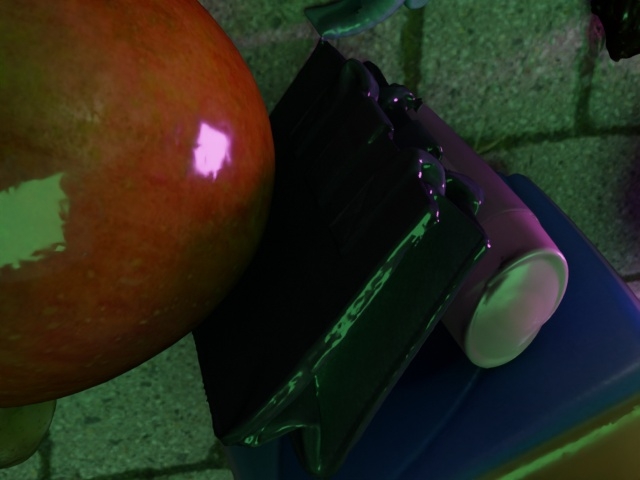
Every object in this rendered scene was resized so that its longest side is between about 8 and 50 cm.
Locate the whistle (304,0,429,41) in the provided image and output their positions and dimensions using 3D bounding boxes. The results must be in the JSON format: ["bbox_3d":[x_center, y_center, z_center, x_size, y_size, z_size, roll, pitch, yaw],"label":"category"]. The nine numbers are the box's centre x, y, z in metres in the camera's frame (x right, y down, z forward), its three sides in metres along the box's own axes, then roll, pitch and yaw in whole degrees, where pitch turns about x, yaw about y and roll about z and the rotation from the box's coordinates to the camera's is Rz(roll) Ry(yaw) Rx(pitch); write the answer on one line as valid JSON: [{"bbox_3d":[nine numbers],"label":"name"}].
[{"bbox_3d":[0.059,-0.242,0.973,0.274,0.093,0.186,-12,149,-9],"label":"whistle"}]

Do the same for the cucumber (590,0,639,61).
[{"bbox_3d":[0.312,-0.305,1.026,0.096,0.096,0.359,16,117,-26],"label":"cucumber"}]

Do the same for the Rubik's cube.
[{"bbox_3d":[0.128,0.196,1.105,0.352,0.351,0.347,-29,126,-4],"label":"Rubik's cube"}]

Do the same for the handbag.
[{"bbox_3d":[0.000,0.001,0.959,0.089,0.326,0.238,29,109,-24],"label":"handbag"}]

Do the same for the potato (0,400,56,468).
[{"bbox_3d":[-0.288,0.107,1.044,0.157,0.157,0.194,-18,137,-8],"label":"potato"}]

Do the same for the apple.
[{"bbox_3d":[-0.203,-0.051,0.858,0.339,0.339,0.340,-9,122,-14],"label":"apple"}]

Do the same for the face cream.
[{"bbox_3d":[0.104,-0.017,1.015,0.073,0.269,0.107,18,114,-28],"label":"face cream"}]
